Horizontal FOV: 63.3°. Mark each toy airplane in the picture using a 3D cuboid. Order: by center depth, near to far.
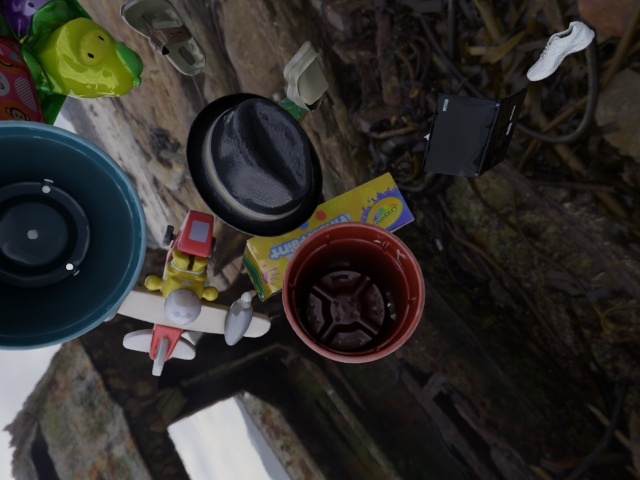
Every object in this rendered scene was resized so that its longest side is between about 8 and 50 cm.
[{"bbox_3d":[-0.365,0.164,1.308,0.384,0.386,0.272,64,167,-16],"label":"toy airplane"}]

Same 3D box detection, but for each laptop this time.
[{"bbox_3d":[0.436,-0.314,1.471,0.136,0.264,0.234,33,135,30],"label":"laptop"}]

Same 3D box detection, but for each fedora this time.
[{"bbox_3d":[-0.117,-0.177,1.104,0.334,0.334,0.152,64,155,-2],"label":"fedora"}]

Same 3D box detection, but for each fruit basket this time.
[{"bbox_3d":[-0.606,-0.428,1.155,0.392,0.392,0.283,54,180,32],"label":"fruit basket"}]

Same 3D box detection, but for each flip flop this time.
[{"bbox_3d":[-0.371,-0.492,1.279,0.080,0.112,0.277,66,-170,27],"label":"flip flop"}]

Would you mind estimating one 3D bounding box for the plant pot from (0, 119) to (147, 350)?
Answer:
[{"bbox_3d":[-0.402,-0.009,0.723,0.255,0.271,0.272,4,120,63],"label":"plant pot"}]

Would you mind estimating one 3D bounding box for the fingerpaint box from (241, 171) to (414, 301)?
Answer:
[{"bbox_3d":[0.000,0.000,1.544,0.163,0.445,0.371,62,166,4],"label":"fingerpaint box"}]

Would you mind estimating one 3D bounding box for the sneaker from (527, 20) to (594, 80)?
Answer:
[{"bbox_3d":[0.511,-0.415,1.133,0.152,0.061,0.054,-41,37,36],"label":"sneaker"}]

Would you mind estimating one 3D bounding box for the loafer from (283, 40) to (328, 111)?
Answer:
[{"bbox_3d":[-0.027,-0.399,1.287,0.092,0.102,0.268,38,176,2],"label":"loafer"}]

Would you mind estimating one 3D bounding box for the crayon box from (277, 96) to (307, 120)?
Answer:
[{"bbox_3d":[-0.138,-0.356,1.669,0.081,0.278,0.165,36,123,-4],"label":"crayon box"}]

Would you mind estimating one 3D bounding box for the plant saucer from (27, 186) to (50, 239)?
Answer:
[{"bbox_3d":[-0.722,-0.041,1.242,0.400,0.400,0.100,47,131,48],"label":"plant saucer"}]

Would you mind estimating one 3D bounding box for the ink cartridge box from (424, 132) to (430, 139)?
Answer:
[{"bbox_3d":[0.415,-0.368,1.855,0.048,0.083,0.028,-33,74,42],"label":"ink cartridge box"}]

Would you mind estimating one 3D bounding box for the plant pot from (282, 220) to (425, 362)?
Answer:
[{"bbox_3d":[0.062,0.129,1.108,0.272,0.272,0.265,60,172,14],"label":"plant pot"}]

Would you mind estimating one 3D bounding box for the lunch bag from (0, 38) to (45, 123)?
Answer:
[{"bbox_3d":[-0.594,-0.252,0.794,0.293,0.120,0.258,11,-127,-60],"label":"lunch bag"}]
